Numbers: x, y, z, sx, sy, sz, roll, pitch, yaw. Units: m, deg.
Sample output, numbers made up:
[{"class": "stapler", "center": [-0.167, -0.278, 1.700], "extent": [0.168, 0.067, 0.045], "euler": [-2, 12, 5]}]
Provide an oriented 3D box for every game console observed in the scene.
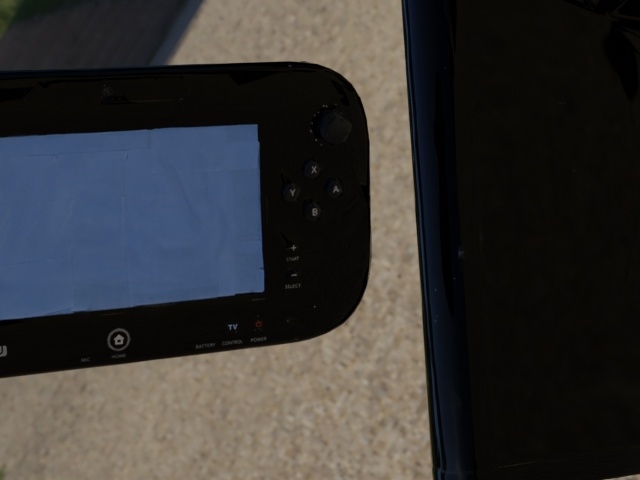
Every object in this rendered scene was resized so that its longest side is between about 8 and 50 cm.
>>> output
[{"class": "game console", "center": [0.000, 0.000, 0.511], "extent": [0.044, 0.361, 0.213], "euler": [178, 87, -68]}]
